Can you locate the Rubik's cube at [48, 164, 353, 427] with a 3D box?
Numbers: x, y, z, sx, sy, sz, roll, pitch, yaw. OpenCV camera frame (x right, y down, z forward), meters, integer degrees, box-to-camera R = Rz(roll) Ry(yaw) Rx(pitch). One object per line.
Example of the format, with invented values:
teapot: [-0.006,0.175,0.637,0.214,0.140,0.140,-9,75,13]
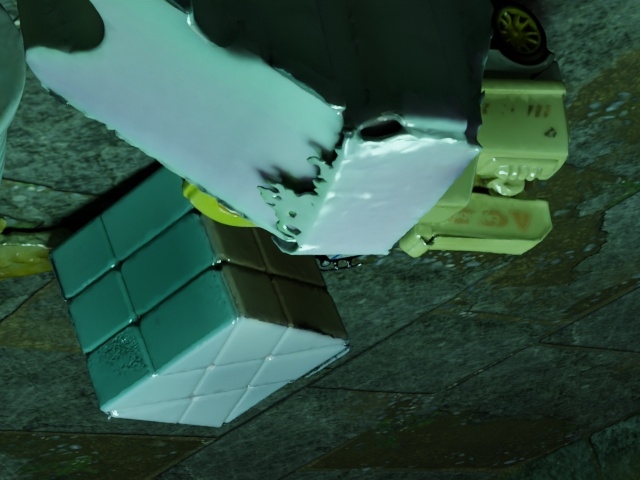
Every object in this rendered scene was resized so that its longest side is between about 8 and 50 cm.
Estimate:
Rubik's cube: [-0.140,0.069,1.654,0.231,0.225,0.221,-34,152,23]

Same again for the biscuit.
biscuit: [-0.370,0.000,1.648,0.174,0.039,0.183,-9,157,-8]

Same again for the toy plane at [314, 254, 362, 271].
toy plane: [-0.001,0.001,1.846,0.197,0.053,0.078,-7,148,-18]

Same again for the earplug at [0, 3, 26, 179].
earplug: [-0.368,-0.092,1.303,0.185,0.185,0.324,-7,162,-16]

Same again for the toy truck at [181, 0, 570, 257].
toy truck: [0.054,-0.112,1.368,0.405,0.254,0.180,1,156,-29]

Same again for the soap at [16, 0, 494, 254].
soap: [-0.049,-0.218,0.823,0.261,0.446,0.156,0,152,-30]
